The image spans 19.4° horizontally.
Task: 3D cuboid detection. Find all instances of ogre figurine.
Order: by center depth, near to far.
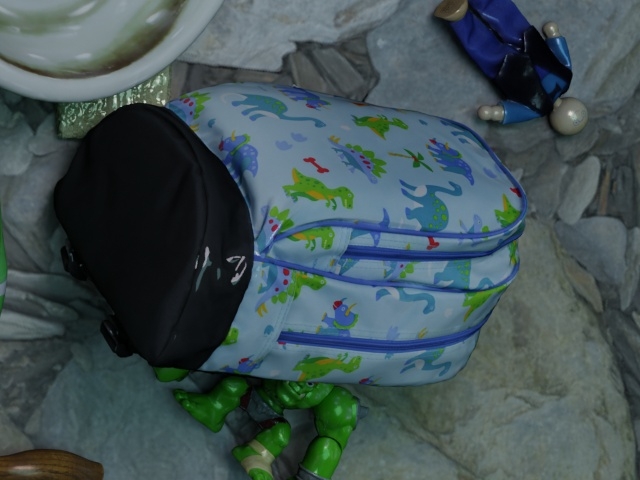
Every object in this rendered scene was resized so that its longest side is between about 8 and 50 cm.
[{"bbox_3d":[-0.047,0.141,1.665,0.118,0.097,0.197,-45,76,-1],"label":"ogre figurine"}]

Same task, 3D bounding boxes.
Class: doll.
[{"bbox_3d":[0.184,-0.165,1.758,0.189,0.046,0.129,43,68,-25],"label":"doll"}]

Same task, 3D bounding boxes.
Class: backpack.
[{"bbox_3d":[0.000,0.000,1.572,0.356,0.290,0.273,25,107,-34],"label":"backpack"}]

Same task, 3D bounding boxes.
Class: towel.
[{"bbox_3d":[-0.178,-0.159,1.623,0.110,0.027,0.148,2,93,-21],"label":"towel"}]

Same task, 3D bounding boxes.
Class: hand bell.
[{"bbox_3d":[-0.294,0.190,1.576,0.242,0.126,0.126,6,91,-35],"label":"hand bell"}]

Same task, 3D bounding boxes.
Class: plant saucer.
[{"bbox_3d":[-0.207,-0.311,1.467,0.400,0.101,0.400,-20,116,-46],"label":"plant saucer"}]

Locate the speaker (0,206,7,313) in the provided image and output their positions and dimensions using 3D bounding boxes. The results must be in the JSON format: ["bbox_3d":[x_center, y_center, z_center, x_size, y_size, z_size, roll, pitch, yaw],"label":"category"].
[{"bbox_3d":[-0.324,-0.077,1.517,0.131,0.131,0.296,-5,95,-22],"label":"speaker"}]
